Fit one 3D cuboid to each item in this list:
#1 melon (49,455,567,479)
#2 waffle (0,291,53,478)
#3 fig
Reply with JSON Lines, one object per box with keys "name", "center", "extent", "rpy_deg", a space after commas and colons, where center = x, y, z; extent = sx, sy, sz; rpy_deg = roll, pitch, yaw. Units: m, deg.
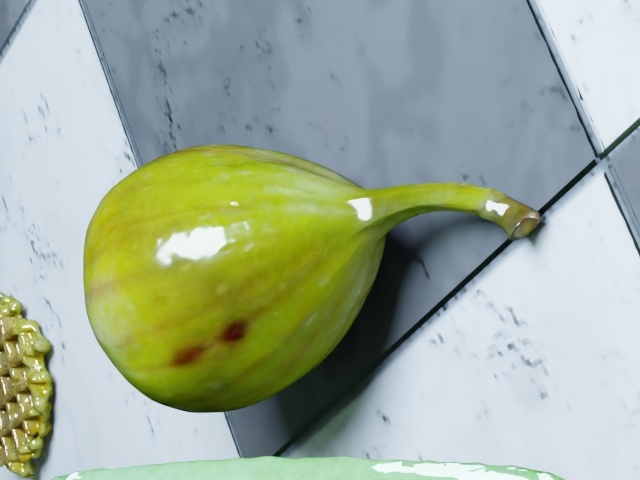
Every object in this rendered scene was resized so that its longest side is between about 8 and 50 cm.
{"name": "melon", "center": [0.055, 0.218, 0.467], "extent": [0.344, 0.226, 0.331], "rpy_deg": [2, 79, 18]}
{"name": "waffle", "center": [-0.148, 0.064, 0.935], "extent": [0.085, 0.016, 0.078], "rpy_deg": [50, 131, 40]}
{"name": "fig", "center": [0.002, 0.010, 0.664], "extent": [0.166, 0.093, 0.093], "rpy_deg": [-5, 93, 18]}
